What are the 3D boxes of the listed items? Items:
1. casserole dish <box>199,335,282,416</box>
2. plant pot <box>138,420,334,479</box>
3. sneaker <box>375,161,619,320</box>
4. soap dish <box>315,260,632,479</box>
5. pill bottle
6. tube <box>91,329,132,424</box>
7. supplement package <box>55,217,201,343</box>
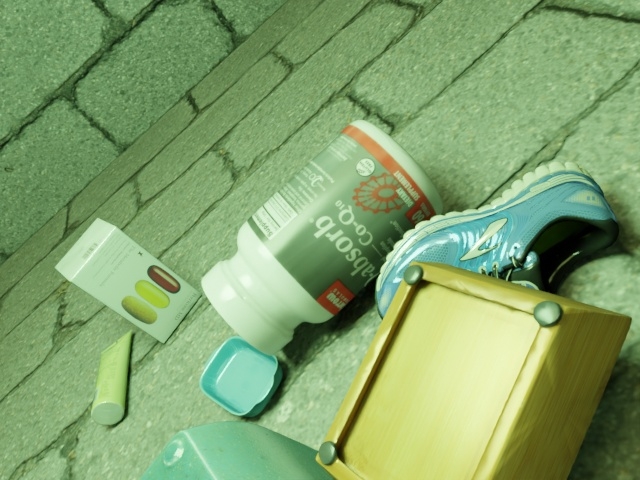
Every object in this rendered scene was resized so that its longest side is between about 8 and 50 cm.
[{"bbox_3d":[-0.131,0.230,0.916,0.188,0.037,0.114,12,62,49],"label":"casserole dish"},{"bbox_3d":[-0.085,0.339,0.568,0.247,0.252,0.248,-51,35,-10],"label":"plant pot"},{"bbox_3d":[0.219,0.028,0.703,0.330,0.130,0.147,-32,34,15],"label":"sneaker"},{"bbox_3d":[0.136,0.165,0.551,0.229,0.118,0.291,18,78,51],"label":"soap dish"},{"bbox_3d":[0.000,0.000,0.878,0.363,0.210,0.210,-43,35,1],"label":"pill bottle"},{"bbox_3d":[-0.439,0.283,1.153,0.070,0.062,0.240,-1,26,-16],"label":"tube"},{"bbox_3d":[-0.401,0.086,1.151,0.134,0.244,0.139,15,65,52],"label":"supplement package"}]
